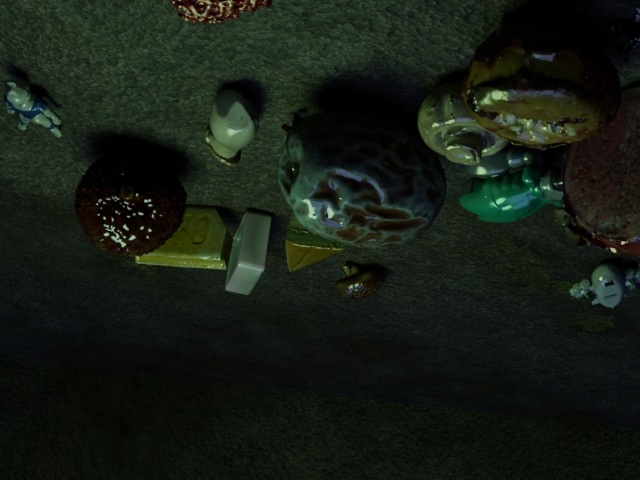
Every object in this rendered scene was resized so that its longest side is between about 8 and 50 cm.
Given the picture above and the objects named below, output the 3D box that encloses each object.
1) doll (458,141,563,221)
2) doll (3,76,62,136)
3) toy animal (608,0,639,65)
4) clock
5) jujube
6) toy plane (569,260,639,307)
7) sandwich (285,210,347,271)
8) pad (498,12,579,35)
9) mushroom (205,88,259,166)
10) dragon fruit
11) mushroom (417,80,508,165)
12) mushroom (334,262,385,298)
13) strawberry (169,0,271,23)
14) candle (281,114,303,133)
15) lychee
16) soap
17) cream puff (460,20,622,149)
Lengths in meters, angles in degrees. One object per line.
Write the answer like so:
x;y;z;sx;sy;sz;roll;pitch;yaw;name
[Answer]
0.379;-0.106;1.860;0.258;0.153;0.195;8;153;29;doll
-0.574;-0.266;2.013;0.114;0.057;0.227;16;166;2;doll
0.481;-0.304;1.487;0.108;0.062;0.220;-22;144;22;toy animal
-0.172;0.029;2.403;0.063;0.150;0.197;12;157;-11;clock
0.083;-0.106;1.854;0.308;0.246;0.215;3;-168;-22;jujube
0.652;0.099;2.308;0.174;0.080;0.174;-7;152;-4;toy plane
0.000;0.000;2.302;0.144;0.117;0.187;11;156;7;sandwich
0.335;-0.297;1.616;0.116;0.004;0.193;8;157;6;pad
-0.169;-0.213;1.920;0.097;0.088;0.212;24;161;-8;mushroom
0.587;-0.087;1.645;0.263;0.296;0.314;22;163;-33;dragon fruit
0.245;-0.198;1.731;0.166;0.127;0.166;9;150;5;mushroom
0.099;0.106;2.547;0.126;0.085;0.109;-20;142;32;mushroom
-0.157;-0.382;1.535;0.188;0.082;0.121;9;154;10;strawberry
0.046;-0.157;2.012;0.329;0.048;0.051;32;-170;-41;candle
-0.402;-0.077;2.162;0.236;0.235;0.271;13;177;-7;lychee
-0.320;-0.010;2.384;0.232;0.140;0.073;4;156;15;soap
0.333;-0.241;1.545;0.240;0.163;0.240;12;171;2;cream puff
